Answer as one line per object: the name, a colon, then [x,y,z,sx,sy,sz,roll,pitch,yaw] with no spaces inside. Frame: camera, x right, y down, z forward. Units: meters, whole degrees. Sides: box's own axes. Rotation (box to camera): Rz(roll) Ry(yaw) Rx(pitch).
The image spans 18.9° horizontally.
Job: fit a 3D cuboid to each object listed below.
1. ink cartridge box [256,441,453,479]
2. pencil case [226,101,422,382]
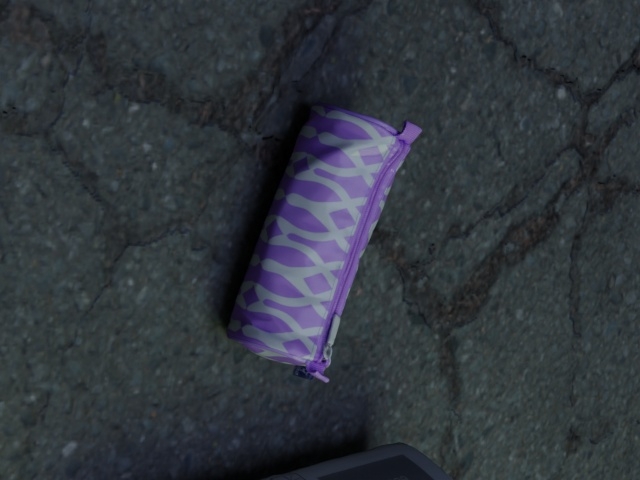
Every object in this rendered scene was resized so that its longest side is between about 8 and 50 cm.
ink cartridge box: [-0.066,0.361,1.513,0.308,0.091,0.385,-10,126,-43]
pencil case: [0.000,0.000,1.432,0.086,0.088,0.206,20,87,-48]
